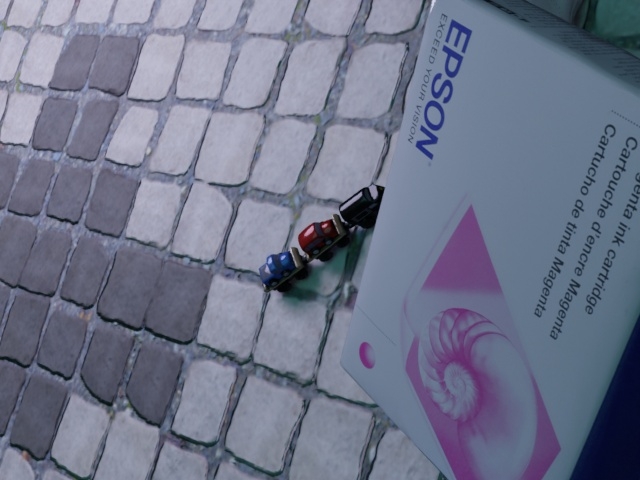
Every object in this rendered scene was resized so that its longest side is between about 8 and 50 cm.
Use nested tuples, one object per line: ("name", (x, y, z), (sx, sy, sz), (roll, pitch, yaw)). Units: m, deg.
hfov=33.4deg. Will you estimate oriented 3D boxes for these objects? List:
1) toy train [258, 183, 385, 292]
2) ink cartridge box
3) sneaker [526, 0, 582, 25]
("toy train", (0.000, 0.000, 0.958), (0.158, 0.036, 0.027), (-38, 52, 25))
("ink cartridge box", (0.155, 0.042, 0.694), (0.330, 0.071, 0.324), (43, 130, 43))
("sneaker", (0.162, -0.201, 0.854), (0.080, 0.094, 0.212), (-19, 62, 37))
